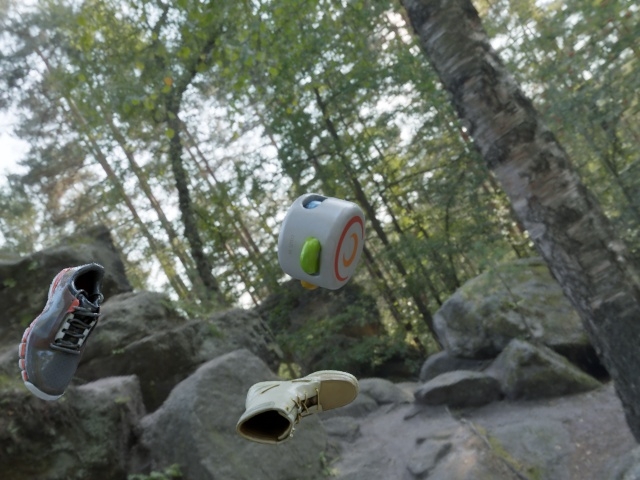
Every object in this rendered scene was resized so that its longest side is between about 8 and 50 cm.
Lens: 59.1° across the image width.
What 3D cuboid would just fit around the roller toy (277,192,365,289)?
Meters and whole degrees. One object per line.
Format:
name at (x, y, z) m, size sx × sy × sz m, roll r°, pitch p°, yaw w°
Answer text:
roller toy at (0.000, 0.000, 1.226) m, size 0.191 × 0.146 × 0.209 m, roll -66°, pitch -25°, yaw -17°

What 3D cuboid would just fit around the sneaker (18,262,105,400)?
sneaker at (-0.269, 0.088, 0.603) m, size 0.065 × 0.158 × 0.061 m, roll -25°, pitch -40°, yaw 31°

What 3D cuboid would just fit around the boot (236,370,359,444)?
boot at (-0.043, 0.359, 1.222) m, size 0.262 × 0.095 × 0.203 m, roll -5°, pitch 3°, yaw 2°
